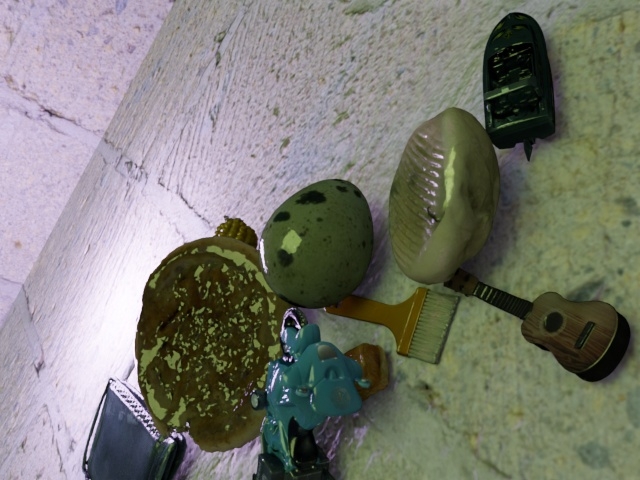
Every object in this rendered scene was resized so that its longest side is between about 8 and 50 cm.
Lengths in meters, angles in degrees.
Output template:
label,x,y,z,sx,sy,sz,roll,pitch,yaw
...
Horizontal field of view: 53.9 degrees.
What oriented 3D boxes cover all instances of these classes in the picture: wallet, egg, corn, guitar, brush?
label,x,y,z,sx,sy,sz,roll,pitch,yaw
wallet,-0.384,0.446,1.278,0.342,0.075,0.237,17,87,51
egg,0.000,0.000,1.003,0.177,0.177,0.228,-1,55,51
corn,-0.193,0.109,1.233,0.102,0.102,0.312,-8,63,48
guitar,0.245,0.085,0.764,0.083,0.038,0.271,-58,30,-3
brush,0.090,0.111,0.958,0.272,0.013,0.103,7,74,53

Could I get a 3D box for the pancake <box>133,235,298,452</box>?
label,x,y,z,sx,sy,sz,roll,pitch,yaw
pancake,-0.191,0.185,1.105,0.382,0.071,0.382,-7,76,28

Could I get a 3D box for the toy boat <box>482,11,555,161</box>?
label,x,y,z,sx,sy,sz,roll,pitch,yaw
toy boat,0.273,-0.237,0.882,0.093,0.103,0.246,-14,53,32

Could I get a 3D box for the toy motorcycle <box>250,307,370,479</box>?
label,x,y,z,sx,sy,sz,roll,pitch,yaw
toy motorcycle,-0.022,0.241,0.870,0.182,0.124,0.272,27,113,56

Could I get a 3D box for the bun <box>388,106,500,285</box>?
label,x,y,z,sx,sy,sz,roll,pitch,yaw
bun,0.173,-0.058,0.856,0.210,0.116,0.237,-141,64,-74

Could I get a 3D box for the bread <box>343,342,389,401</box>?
label,x,y,z,sx,sy,sz,roll,pitch,yaw
bread,0.042,0.204,0.924,0.132,0.053,0.074,-40,41,32
